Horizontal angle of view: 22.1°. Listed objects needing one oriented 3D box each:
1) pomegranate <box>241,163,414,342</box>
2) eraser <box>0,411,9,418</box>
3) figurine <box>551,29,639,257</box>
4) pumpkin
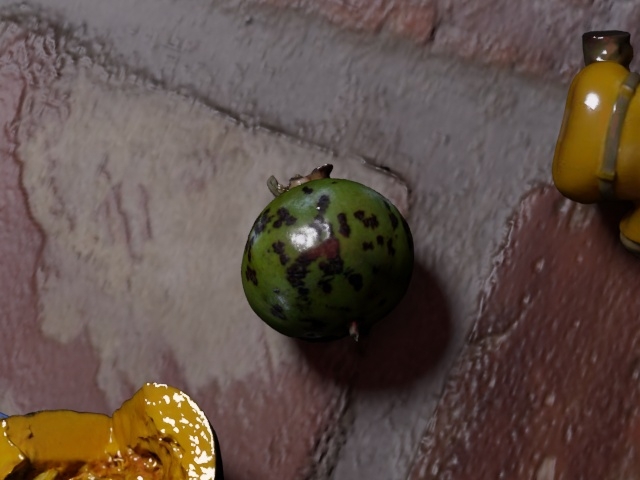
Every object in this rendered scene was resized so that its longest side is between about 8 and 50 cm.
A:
[{"bbox_3d":[0.000,0.000,1.133,0.122,0.122,0.161,-20,50,0],"label":"pomegranate"},{"bbox_3d":[-0.265,0.140,1.158,0.085,0.027,0.063,23,83,7],"label":"eraser"},{"bbox_3d":[0.285,-0.052,1.092,0.257,0.167,0.192,6,94,7],"label":"figurine"},{"bbox_3d":[-0.145,0.169,1.106,0.184,0.107,0.119,-10,72,9],"label":"pumpkin"}]
